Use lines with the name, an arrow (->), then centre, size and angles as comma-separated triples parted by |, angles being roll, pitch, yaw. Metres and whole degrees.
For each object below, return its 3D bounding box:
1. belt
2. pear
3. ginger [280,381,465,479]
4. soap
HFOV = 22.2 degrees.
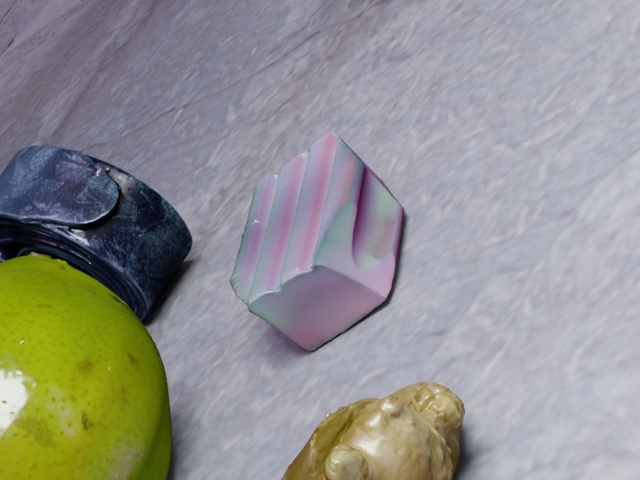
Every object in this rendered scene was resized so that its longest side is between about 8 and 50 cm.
belt -> -0.178, 0.001, 1.186 | 0.190, 0.141, 0.082 | -6, 48, 55
pear -> -0.177, 0.125, 0.939 | 0.187, 0.187, 0.220 | -28, 31, 40
ginger -> 0.005, 0.138, 0.706 | 0.205, 0.081, 0.115 | -56, 11, -18
soap -> 0.000, 0.000, 0.976 | 0.100, 0.056, 0.149 | -37, 24, 30
